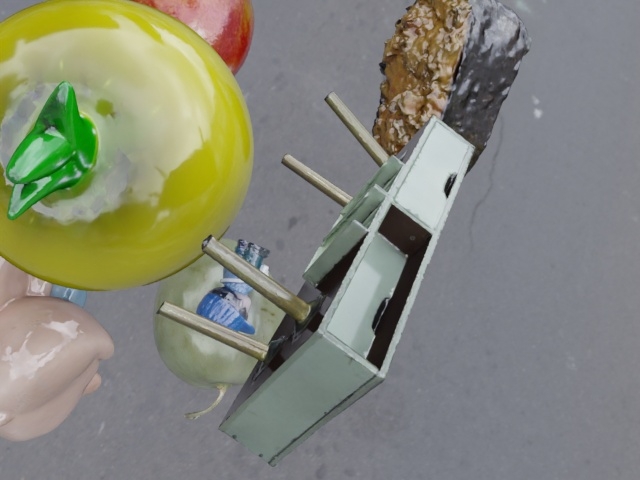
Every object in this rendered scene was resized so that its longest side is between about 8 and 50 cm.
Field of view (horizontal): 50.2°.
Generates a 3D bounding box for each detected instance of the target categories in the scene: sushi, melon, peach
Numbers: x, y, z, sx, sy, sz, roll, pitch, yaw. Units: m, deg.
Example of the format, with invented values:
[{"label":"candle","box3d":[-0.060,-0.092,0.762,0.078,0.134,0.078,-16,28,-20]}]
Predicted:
[{"label":"sushi","box3d":[0.194,-0.273,1.187,0.207,0.234,0.348,12,100,-38]},{"label":"melon","box3d":[-0.199,0.148,1.329,0.272,0.272,0.308,-18,72,-36]},{"label":"peach","box3d":[-0.188,-0.294,0.934,0.190,0.190,0.192,19,86,-18]}]

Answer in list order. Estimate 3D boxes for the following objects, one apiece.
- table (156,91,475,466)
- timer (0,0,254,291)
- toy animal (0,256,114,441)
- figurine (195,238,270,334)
[{"label":"table","box3d":[0.000,0.000,0.444,0.111,0.121,0.240,37,41,-5]},{"label":"timer","box3d":[-0.190,-0.076,0.568,0.285,0.285,0.285,14,56,-22]},{"label":"toy animal","box3d":[-0.366,0.116,0.770,0.229,0.210,0.221,-6,48,-33]},{"label":"figurine","box3d":[-0.124,0.075,1.010,0.086,0.087,0.149,19,86,29]}]
